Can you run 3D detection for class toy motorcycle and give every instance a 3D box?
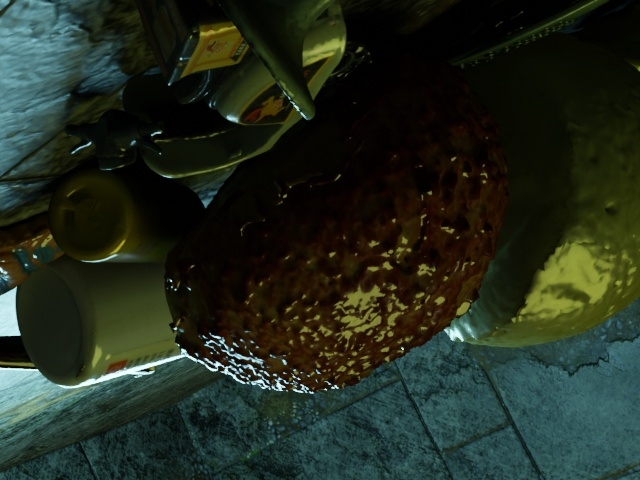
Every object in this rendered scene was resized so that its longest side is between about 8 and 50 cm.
[{"bbox_3d":[-0.068,-0.107,0.803,0.157,0.091,0.263,-14,165,-26],"label":"toy motorcycle"}]

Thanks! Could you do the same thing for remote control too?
[{"bbox_3d":[0.161,-0.188,1.085,0.222,0.042,0.072,-21,-178,32],"label":"remote control"}]

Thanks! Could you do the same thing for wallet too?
[{"bbox_3d":[-0.299,0.121,1.295,0.232,0.031,0.122,3,-177,-30],"label":"wallet"}]

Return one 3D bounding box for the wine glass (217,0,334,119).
[{"bbox_3d":[0.066,-0.210,0.531,0.309,0.096,0.264,-36,159,5],"label":"wine glass"}]

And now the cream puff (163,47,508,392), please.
[{"bbox_3d":[0.024,-0.005,1.047,0.350,0.228,0.350,-46,-171,10],"label":"cream puff"}]

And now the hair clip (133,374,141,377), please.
[{"bbox_3d":[-0.160,0.067,1.745,0.358,0.095,0.110,-37,135,10],"label":"hair clip"}]

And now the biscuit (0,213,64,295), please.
[{"bbox_3d":[-0.326,0.039,1.092,0.280,0.043,0.183,-30,169,-2],"label":"biscuit"}]

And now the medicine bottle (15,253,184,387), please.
[{"bbox_3d":[-0.174,0.058,1.260,0.252,0.144,0.144,-15,166,-42],"label":"medicine bottle"}]

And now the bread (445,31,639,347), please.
[{"bbox_3d":[0.209,-0.048,1.237,0.320,0.320,0.237,-33,162,37],"label":"bread"}]

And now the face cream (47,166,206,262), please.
[{"bbox_3d":[-0.154,-0.018,1.114,0.078,0.078,0.273,-29,172,12],"label":"face cream"}]

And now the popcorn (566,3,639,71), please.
[{"bbox_3d":[0.389,-0.153,1.402,0.312,0.312,0.312,-26,172,-4],"label":"popcorn"}]
